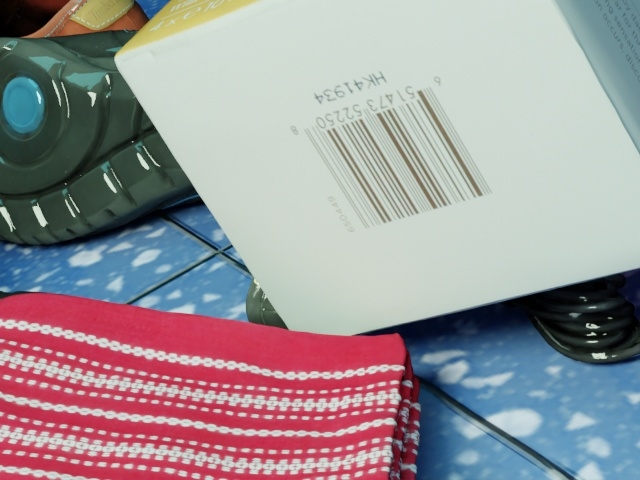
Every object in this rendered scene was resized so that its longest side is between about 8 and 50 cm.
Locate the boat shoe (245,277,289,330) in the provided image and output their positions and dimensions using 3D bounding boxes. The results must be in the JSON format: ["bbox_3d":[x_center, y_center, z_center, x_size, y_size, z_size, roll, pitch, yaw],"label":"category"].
[{"bbox_3d":[0.000,-0.002,0.874,0.042,0.049,0.133,3,39,22],"label":"boat shoe"}]

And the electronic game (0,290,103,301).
[{"bbox_3d":[-0.132,0.081,0.746,0.229,0.048,0.229,6,22,-3],"label":"electronic game"}]

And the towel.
[{"bbox_3d":[-0.062,0.082,0.631,0.199,0.031,0.275,7,17,2],"label":"towel"}]

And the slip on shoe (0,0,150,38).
[{"bbox_3d":[-0.249,-0.139,1.226,0.331,0.101,0.123,1,35,36],"label":"slip on shoe"}]

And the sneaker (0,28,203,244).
[{"bbox_3d":[-0.093,-0.068,1.019,0.341,0.125,0.140,-1,7,33],"label":"sneaker"}]

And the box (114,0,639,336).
[{"bbox_3d":[0.100,-0.133,0.819,0.215,0.168,0.345,-16,25,38],"label":"box"}]

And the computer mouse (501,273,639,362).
[{"bbox_3d":[0.183,-0.039,0.815,0.262,0.060,0.184,-26,28,-13],"label":"computer mouse"}]
